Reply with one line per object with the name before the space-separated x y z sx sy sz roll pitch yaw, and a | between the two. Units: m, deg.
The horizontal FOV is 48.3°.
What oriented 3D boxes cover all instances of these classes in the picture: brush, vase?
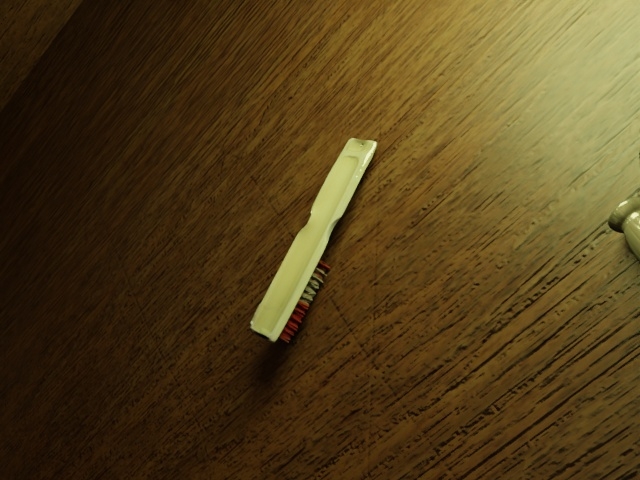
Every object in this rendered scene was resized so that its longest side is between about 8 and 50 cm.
brush | 0.000 0.000 1.023 0.060 0.050 0.321 17 76 47
vase | 0.334 0.002 0.710 0.053 0.053 0.101 -46 44 18

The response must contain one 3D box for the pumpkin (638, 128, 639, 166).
pumpkin | 0.400 -0.087 0.612 0.233 0.163 0.233 -16 65 37
